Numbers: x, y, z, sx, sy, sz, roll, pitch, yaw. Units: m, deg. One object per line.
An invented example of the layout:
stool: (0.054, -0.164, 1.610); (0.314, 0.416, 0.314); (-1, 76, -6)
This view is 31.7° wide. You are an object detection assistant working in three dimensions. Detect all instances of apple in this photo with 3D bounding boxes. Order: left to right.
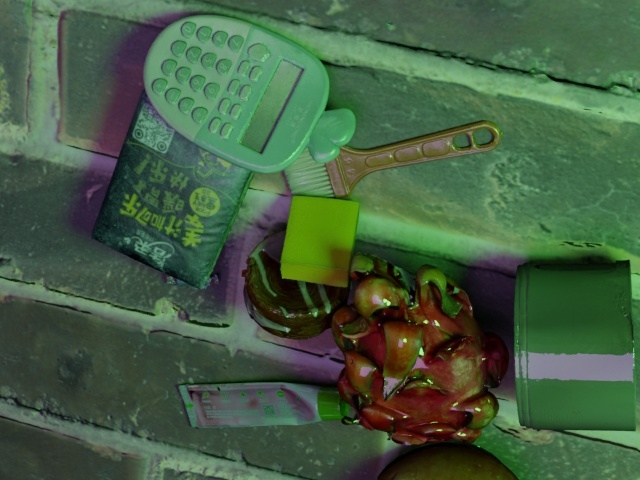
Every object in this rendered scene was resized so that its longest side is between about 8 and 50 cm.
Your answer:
apple: (0.189, 0.441, 1.700); (0.271, 0.206, 0.252); (-12, 115, 17)

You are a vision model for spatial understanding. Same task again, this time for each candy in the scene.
candy: (-0.193, 0.061, 1.708); (0.083, 0.020, 0.030); (0, 143, 12)

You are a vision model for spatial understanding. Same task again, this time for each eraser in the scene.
eraser: (0.000, 0.000, 1.567); (0.097, 0.122, 0.045); (6, 144, 4)

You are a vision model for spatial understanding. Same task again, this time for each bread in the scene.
bread: (-0.033, 0.061, 1.593); (0.160, 0.160, 0.073); (13, 143, 7)

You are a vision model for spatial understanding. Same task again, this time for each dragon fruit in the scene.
dragon fruit: (0.131, 0.157, 1.540); (0.227, 0.307, 0.243); (-2, 77, 25)

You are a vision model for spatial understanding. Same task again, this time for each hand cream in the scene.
hand cream: (-0.090, 0.260, 1.773); (0.275, 0.050, 0.079); (-4, 89, 21)

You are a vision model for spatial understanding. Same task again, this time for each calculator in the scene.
calculator: (-0.095, -0.192, 1.505); (0.295, 0.042, 0.184); (27, 86, 2)

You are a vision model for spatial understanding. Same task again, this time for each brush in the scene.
brush: (0.097, -0.115, 1.555); (0.314, 0.017, 0.090); (-11, 112, 17)

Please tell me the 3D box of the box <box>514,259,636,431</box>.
box: (0.340, 0.139, 1.500); (0.149, 0.226, 0.226); (-1, 115, 14)

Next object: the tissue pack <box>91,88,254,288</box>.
tissue pack: (-0.203, -0.077, 1.608); (0.185, 0.081, 0.257); (26, 119, 1)
